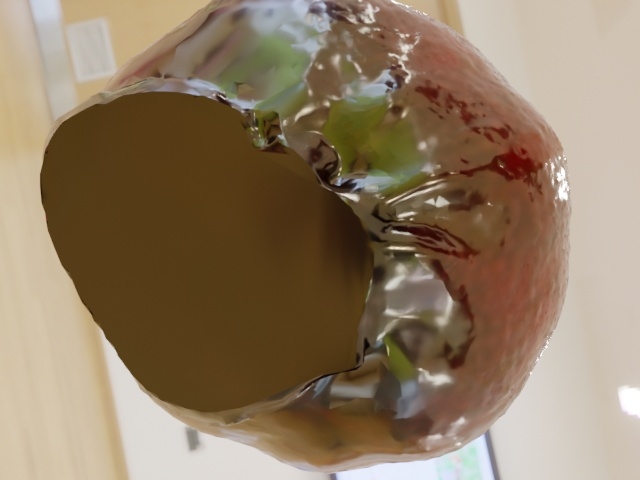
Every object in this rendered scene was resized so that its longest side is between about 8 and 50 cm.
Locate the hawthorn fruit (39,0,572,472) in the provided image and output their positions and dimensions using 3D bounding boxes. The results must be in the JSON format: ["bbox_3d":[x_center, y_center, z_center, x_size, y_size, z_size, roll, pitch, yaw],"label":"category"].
[{"bbox_3d":[0.000,0.000,0.612,0.250,0.215,0.215,98,-20,-82],"label":"hawthorn fruit"}]
